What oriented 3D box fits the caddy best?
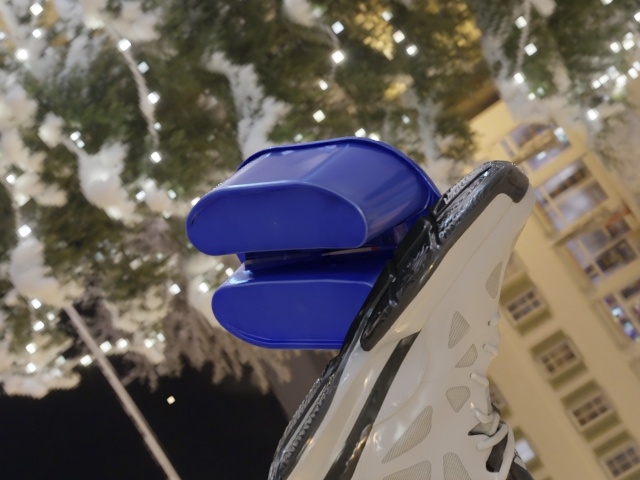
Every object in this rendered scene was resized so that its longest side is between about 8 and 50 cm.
[{"bbox_3d":[0.000,0.000,1.355,0.179,0.341,0.241,-37,-63,-50],"label":"caddy"}]

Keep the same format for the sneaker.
[{"bbox_3d":[0.156,0.148,1.163,0.257,0.448,0.169,30,-166,-6],"label":"sneaker"}]
